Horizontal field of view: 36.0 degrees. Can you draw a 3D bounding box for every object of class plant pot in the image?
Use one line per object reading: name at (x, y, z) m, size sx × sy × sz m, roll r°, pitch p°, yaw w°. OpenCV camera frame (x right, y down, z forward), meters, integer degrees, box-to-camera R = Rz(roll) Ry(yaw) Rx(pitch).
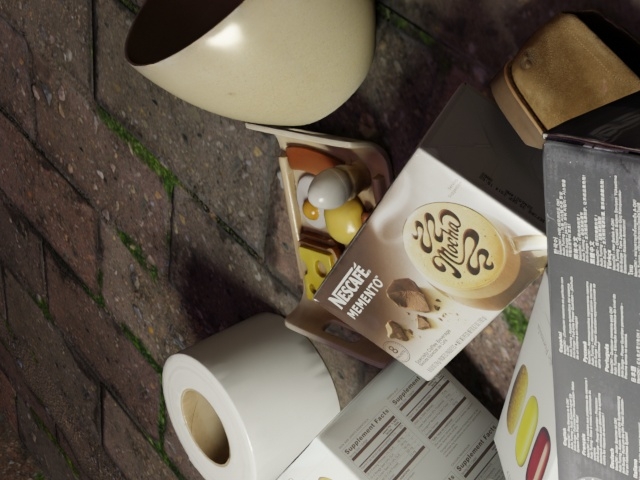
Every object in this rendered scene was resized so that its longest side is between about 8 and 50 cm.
plant pot at (-0.047, -0.238, 1.085) m, size 0.191 × 0.284 × 0.284 m, roll 42°, pitch 159°, yaw -31°

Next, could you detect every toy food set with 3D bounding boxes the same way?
toy food set at (0.000, 0.000, 1.280) m, size 0.219 × 0.092 × 0.306 m, roll 17°, pitch 123°, yaw 49°

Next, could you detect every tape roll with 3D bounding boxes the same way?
tape roll at (-0.109, 0.253, 1.519) m, size 0.246 × 0.169 × 0.246 m, roll 30°, pitch 132°, yaw 41°

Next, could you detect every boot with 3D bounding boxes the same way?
boot at (0.275, -0.072, 0.855) m, size 0.305 × 0.112 × 0.115 m, roll 56°, pitch 135°, yaw 19°

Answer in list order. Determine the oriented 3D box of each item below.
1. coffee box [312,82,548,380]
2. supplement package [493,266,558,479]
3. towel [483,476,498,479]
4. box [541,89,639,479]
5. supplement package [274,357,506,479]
coffee box at (0.131, 0.002, 1.032) m, size 0.168 × 0.119 × 0.297 m, roll 35°, pitch 142°, yaw 1°
supplement package at (0.265, 0.160, 0.932) m, size 0.139 × 0.134 × 0.244 m, roll -99°, pitch 12°, yaw -52°
towel at (0.224, 0.404, 1.015) m, size 0.034 × 0.209 × 0.285 m, roll 161°, pitch 128°, yaw -76°
box at (0.303, 0.071, 0.704) m, size 0.097 × 0.318 × 0.395 m, roll 19°, pitch 125°, yaw 48°
supplement package at (0.112, 0.303, 1.174) m, size 0.262 × 0.198 × 0.199 m, roll 45°, pitch 143°, yaw 9°
